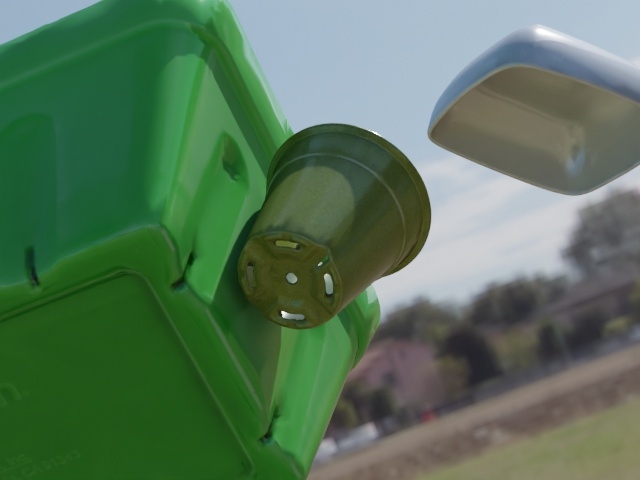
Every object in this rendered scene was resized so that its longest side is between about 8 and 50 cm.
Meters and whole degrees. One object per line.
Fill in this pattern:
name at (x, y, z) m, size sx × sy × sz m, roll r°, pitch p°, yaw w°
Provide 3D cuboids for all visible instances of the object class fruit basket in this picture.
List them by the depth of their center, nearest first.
fruit basket at (-0.165, 0.027, 1.077) m, size 0.392 × 0.283 × 0.392 m, roll -20°, pitch 30°, yaw 12°

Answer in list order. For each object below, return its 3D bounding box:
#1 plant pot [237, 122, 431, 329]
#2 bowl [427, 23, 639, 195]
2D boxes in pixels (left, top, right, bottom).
plant pot at (0.000, 0.000, 0.916) m, size 0.083 × 0.083 × 0.079 m, roll -23°, pitch 17°, yaw 31°
bowl at (0.158, -0.094, 1.368) m, size 0.142 × 0.053 × 0.142 m, roll 19°, pitch -27°, yaw -19°
